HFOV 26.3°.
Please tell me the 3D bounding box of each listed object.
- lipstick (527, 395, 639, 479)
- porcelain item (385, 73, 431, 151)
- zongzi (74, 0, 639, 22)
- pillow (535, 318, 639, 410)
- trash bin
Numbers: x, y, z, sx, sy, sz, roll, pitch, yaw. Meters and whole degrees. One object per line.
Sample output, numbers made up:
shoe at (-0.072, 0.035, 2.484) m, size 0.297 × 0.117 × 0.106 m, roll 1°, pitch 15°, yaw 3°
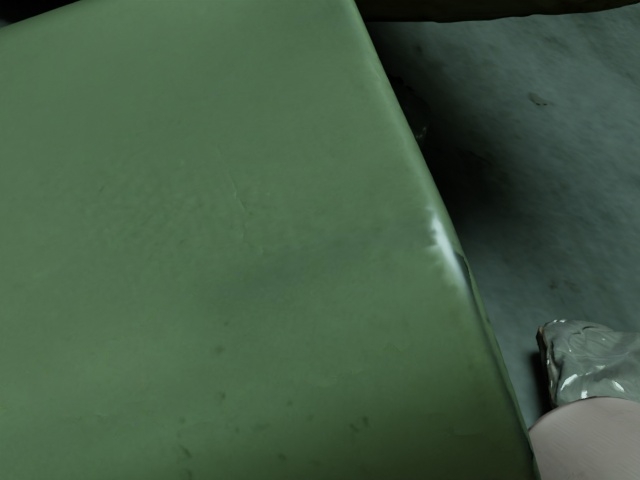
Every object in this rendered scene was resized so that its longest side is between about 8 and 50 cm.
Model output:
lipstick at (0.146, 0.125, 0.386) m, size 0.087 × 0.087 × 0.327 m, roll 11°, pitch 5°, yaw -15°
porcelain item at (0.000, 0.000, 0.640) m, size 0.081 × 0.069 × 0.215 m, roll 21°, pitch 40°, yaw -8°
zongzi at (0.093, -0.260, 0.797) m, size 0.500 × 0.218 × 0.467 m, roll 11°, pitch 30°, yaw 27°
pillow at (0.223, 0.101, 0.628) m, size 0.248 × 0.049 × 0.135 m, roll 12°, pitch 40°, yaw -8°
trash bin at (-0.085, 0.023, 0.415) m, size 0.247 × 0.121 × 0.243 m, roll -21°, pitch 42°, yaw 1°
